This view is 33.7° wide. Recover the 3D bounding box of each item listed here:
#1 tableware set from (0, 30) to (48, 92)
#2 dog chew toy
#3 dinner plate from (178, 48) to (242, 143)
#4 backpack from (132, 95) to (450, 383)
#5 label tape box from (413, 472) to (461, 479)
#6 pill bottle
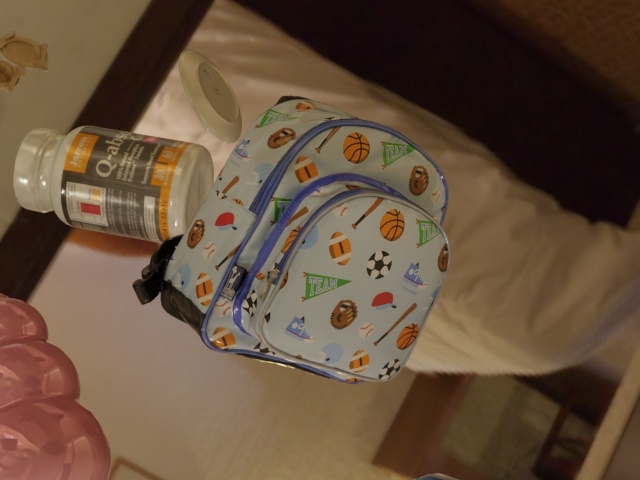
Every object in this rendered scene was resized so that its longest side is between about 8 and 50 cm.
[{"bbox_3d":[-0.421,-0.237,1.301,0.169,0.141,0.020,24,129,-9],"label":"tableware set"},{"bbox_3d":[-0.409,0.226,1.435,0.206,0.207,0.331,63,-174,-68],"label":"dog chew toy"},{"bbox_3d":[-0.144,-0.199,1.438,0.017,0.141,0.141,-26,138,22],"label":"dinner plate"},{"bbox_3d":[0.000,0.000,1.051,0.277,0.263,0.213,21,180,-42],"label":"backpack"},{"bbox_3d":[0.183,0.442,1.080,0.249,0.347,0.115,12,177,22],"label":"label tape box"},{"bbox_3d":[-0.318,-0.090,1.639,0.279,0.162,0.162,10,164,10],"label":"pill bottle"}]
